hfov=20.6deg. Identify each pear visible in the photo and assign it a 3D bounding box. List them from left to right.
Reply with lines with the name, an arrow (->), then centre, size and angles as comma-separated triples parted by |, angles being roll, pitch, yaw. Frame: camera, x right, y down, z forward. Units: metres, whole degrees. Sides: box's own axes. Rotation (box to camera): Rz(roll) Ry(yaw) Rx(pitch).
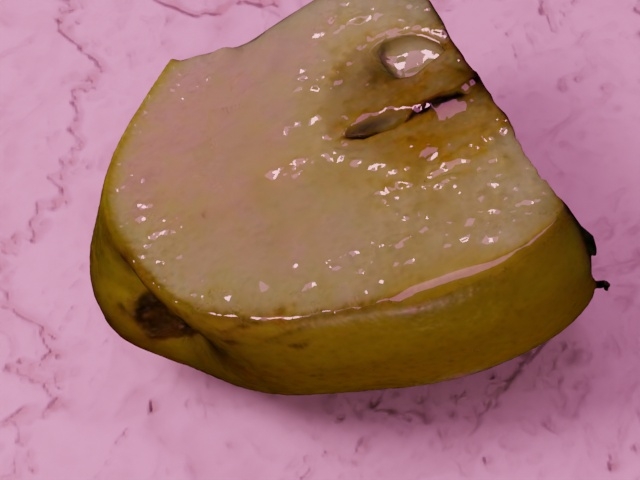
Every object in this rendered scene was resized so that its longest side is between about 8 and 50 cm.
pear -> 0.000, 0.000, 1.091 | 0.281, 0.176, 0.286 | -26, 51, -2
